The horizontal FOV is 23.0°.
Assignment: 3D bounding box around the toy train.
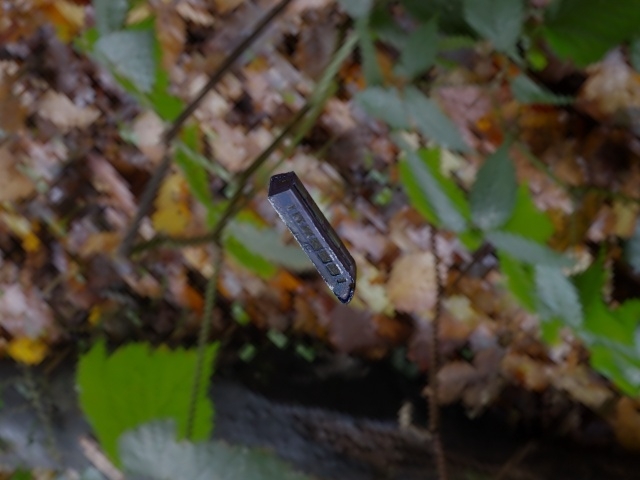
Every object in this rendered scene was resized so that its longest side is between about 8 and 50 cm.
[{"bbox_3d":[0.000,0.000,0.774,0.017,0.017,0.083,-20,129,19],"label":"toy train"}]
